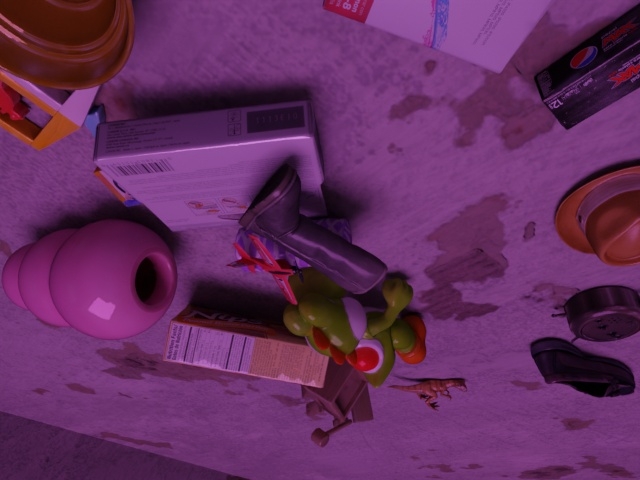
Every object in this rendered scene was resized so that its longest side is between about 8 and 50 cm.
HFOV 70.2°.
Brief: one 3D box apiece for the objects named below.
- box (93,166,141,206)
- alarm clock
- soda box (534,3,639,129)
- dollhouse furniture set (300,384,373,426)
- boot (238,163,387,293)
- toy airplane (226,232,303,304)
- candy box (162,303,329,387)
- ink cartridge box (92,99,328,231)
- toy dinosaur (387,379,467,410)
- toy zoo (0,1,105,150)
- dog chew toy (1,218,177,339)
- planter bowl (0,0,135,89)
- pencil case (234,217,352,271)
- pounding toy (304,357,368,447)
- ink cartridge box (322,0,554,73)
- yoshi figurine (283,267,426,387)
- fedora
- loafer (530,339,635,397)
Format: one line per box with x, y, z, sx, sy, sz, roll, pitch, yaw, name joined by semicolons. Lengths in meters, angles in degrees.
-0.273;-0.100;0.714;0.136;0.028;0.081;-9;138;21;box
0.555;0.136;0.856;0.129;0.064;0.192;30;132;-26;alarm clock
0.325;-0.197;0.485;0.060;0.053;0.168;32;135;-28;soda box
0.040;0.432;1.248;0.151;0.144;0.123;0;155;-20;dollhouse furniture set
0.002;-0.002;0.619;0.208;0.076;0.189;37;162;-10;boot
-0.085;0.039;0.704;0.151;0.028;0.151;22;144;17;toy airplane
-0.148;0.217;0.964;0.316;0.088;0.183;11;180;-6;candy box
-0.131;-0.093;0.657;0.274;0.060;0.239;-5;161;4;ink cartridge box
0.282;0.401;1.231;0.211;0.064;0.112;-6;122;2;toy dinosaur
-0.407;-0.228;0.573;0.192;0.030;0.293;-25;131;33;toy zoo
-0.426;0.068;0.815;0.331;0.207;0.207;-1;141;22;dog chew toy
-0.281;-0.271;0.455;0.216;0.091;0.217;4;142;3;planter bowl
-0.041;0.010;0.770;0.205;0.087;0.088;-2;152;14;pencil case
0.025;0.394;1.126;0.094;0.206;0.181;22;151;34;pounding toy
0.108;-0.253;0.389;0.176;0.128;0.127;16;140;-10;ink cartridge box
0.060;0.137;0.883;0.203;0.204;0.362;28;177;43;yoshi figurine
0.447;-0.020;0.663;0.194;0.079;0.194;4;140;3;fedora
0.604;0.318;1.039;0.302;0.095;0.109;23;138;-19;loafer
